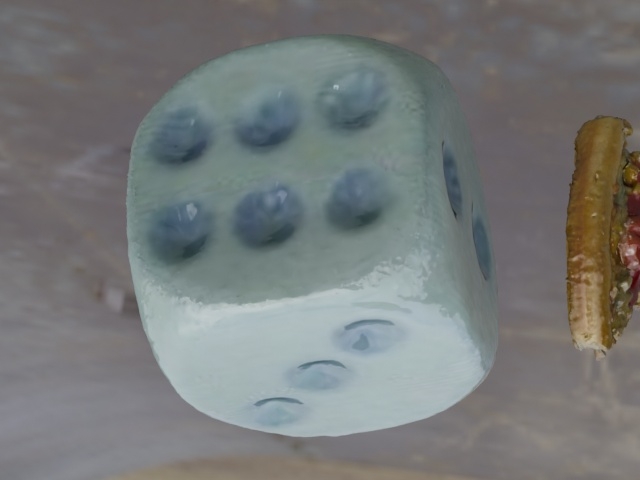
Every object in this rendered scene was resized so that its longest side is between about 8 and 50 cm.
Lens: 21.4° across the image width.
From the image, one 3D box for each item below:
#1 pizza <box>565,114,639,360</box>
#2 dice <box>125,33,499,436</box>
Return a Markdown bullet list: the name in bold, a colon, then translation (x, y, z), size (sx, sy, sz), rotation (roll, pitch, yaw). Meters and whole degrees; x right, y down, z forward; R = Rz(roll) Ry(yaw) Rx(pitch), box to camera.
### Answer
- **pizza**: translation (0.246, 0.003, 1.336), size (0.062, 0.188, 0.199), rotation (2, 175, 26)
- **dice**: translation (0.000, 0.000, 1.448), size (0.268, 0.264, 0.262), rotation (-9, 149, 13)
